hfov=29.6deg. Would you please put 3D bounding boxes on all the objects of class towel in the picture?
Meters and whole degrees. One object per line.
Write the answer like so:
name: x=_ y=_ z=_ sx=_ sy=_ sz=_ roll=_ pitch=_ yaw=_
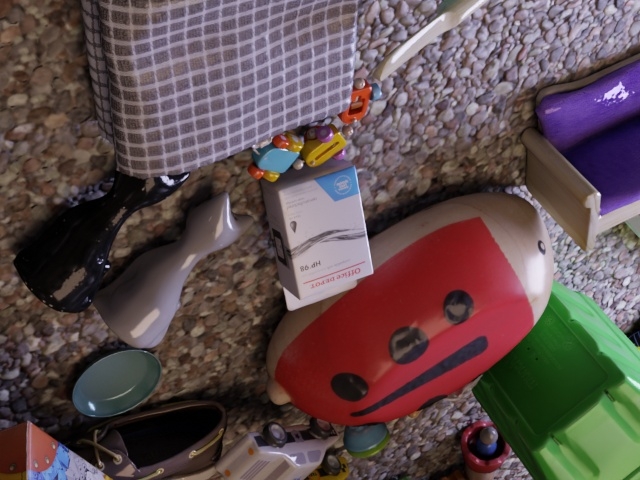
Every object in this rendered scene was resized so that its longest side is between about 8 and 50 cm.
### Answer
towel: x=-0.085 y=-0.200 z=1.198 sx=0.284 sy=0.121 sz=0.235 roll=-20 pitch=140 yaw=-19

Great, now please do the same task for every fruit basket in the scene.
fruit basket: x=0.414 y=0.248 z=1.824 sx=0.283 sy=0.392 sz=0.392 roll=-41 pitch=141 yaw=6

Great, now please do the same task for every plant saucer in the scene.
plant saucer: x=-0.260 y=0.175 z=1.534 sx=0.119 sy=0.021 sz=0.119 roll=-20 pitch=138 yaw=-19

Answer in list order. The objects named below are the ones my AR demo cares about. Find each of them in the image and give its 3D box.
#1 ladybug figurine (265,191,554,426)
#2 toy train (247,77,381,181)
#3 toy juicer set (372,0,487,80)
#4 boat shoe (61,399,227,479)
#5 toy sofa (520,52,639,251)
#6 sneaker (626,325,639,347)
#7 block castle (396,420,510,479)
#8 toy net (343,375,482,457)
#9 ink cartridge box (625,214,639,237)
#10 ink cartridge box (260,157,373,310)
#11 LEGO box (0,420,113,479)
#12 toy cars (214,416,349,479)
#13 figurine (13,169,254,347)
ladybug figurine: x=0.134 y=0.112 z=1.644 sx=0.449 sy=0.162 sz=0.305 roll=-32 pitch=142 yaw=-4
toy train: x=-0.016 y=-0.132 z=1.372 sx=0.166 sy=0.046 sz=0.125 roll=-22 pitch=148 yaw=-20
toy juicer set: x=0.122 y=-0.342 z=1.219 sx=0.209 sy=0.089 sz=0.329 roll=-23 pitch=130 yaw=-44
boat shoe: x=-0.265 y=0.282 z=1.568 sx=0.324 sy=0.116 sz=0.096 roll=-9 pitch=134 yaw=-35
toy sofa: x=0.459 y=-0.151 z=1.621 sx=0.363 sy=0.150 sz=0.177 roll=-24 pitch=141 yaw=-14
sneaker: x=0.579 y=0.166 z=2.100 sx=0.081 sy=0.090 sz=0.232 roll=27 pitch=90 yaw=-47
block castle: x=0.164 y=0.512 z=1.969 sx=0.453 sy=0.303 sz=0.212 roll=-22 pitch=146 yaw=-16
toy net: x=0.133 y=0.230 z=1.769 sx=0.232 sy=0.122 sz=0.045 roll=-23 pitch=118 yaw=4
ink cartridge box: x=0.642 y=-0.072 z=1.903 sx=0.261 sy=0.066 sz=0.296 roll=-48 pitch=140 yaw=17
ink cartridge box: x=0.000 y=0.000 z=1.459 sx=0.104 sy=0.060 sz=0.180 roll=-20 pitch=114 yaw=-20
LEGO box: x=-0.451 y=0.432 z=1.401 sx=0.500 sy=0.193 sz=0.372 roll=-20 pitch=143 yaw=12
toy cars: x=-0.036 y=0.348 z=1.753 sx=0.176 sy=0.087 sz=0.393 roll=-29 pitch=156 yaw=-7
figurine: x=-0.196 y=0.004 z=1.360 sx=0.209 sy=0.092 sz=0.215 roll=-46 pitch=141 yaw=6
